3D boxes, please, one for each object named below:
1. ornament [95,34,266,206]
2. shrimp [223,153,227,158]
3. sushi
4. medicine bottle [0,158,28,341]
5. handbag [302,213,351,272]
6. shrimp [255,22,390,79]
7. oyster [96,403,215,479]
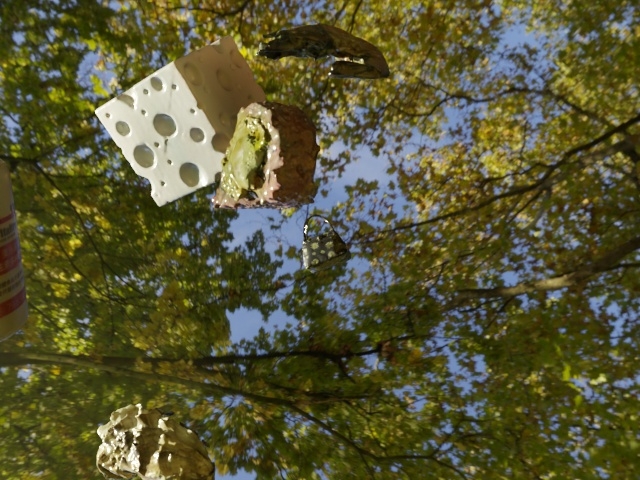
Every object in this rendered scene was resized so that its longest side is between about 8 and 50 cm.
[{"bbox_3d":[-0.268,-0.255,1.225,0.239,0.239,0.239,60,-148,-19],"label":"ornament"},{"bbox_3d":[-0.134,-0.155,1.063,0.093,0.038,0.029,-9,-100,-9],"label":"shrimp"},{"bbox_3d":[-0.096,-0.131,0.909,0.108,0.241,0.161,2,-91,-34],"label":"sushi"},{"bbox_3d":[-0.221,-0.009,0.334,0.079,0.079,0.139,0,-72,-8],"label":"medicine bottle"},{"bbox_3d":[0.000,0.000,1.418,0.115,0.072,0.139,-22,-102,8],"label":"handbag"},{"bbox_3d":[0.016,-0.491,1.519,0.445,0.085,0.272,-18,-126,-45],"label":"shrimp"},{"bbox_3d":[-0.341,0.480,1.215,0.352,0.237,0.115,25,-144,25],"label":"oyster"}]
